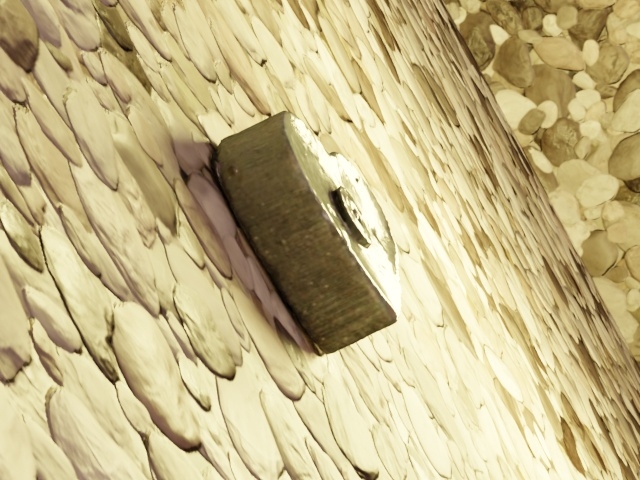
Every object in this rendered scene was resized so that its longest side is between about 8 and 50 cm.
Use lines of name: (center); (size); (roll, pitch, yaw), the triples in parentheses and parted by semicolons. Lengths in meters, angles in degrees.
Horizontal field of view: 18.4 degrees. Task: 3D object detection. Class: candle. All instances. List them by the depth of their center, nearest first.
candle: (0.000, 0.000, 1.432); (0.192, 0.068, 0.168); (33, 33, -61)
